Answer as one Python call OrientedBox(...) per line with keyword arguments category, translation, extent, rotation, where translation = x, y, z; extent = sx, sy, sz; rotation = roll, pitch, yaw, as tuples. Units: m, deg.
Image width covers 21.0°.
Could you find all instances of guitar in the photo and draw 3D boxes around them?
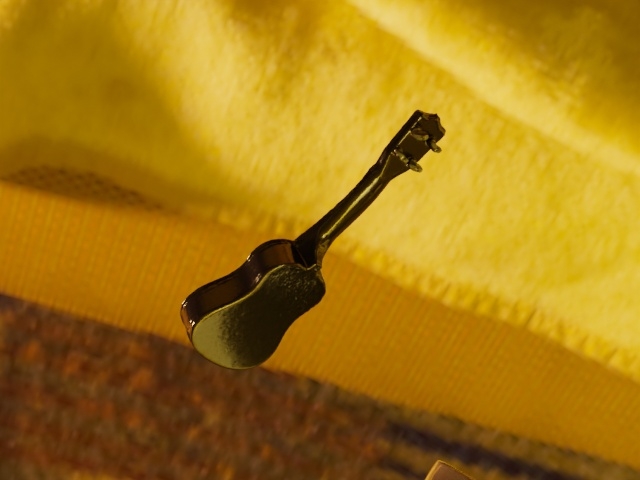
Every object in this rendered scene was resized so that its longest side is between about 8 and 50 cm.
OrientedBox(category="guitar", translation=(0.001, 0.001, 1.366), extent=(0.084, 0.271, 0.038), rotation=(33, 21, -40))

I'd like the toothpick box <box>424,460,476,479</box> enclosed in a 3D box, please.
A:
OrientedBox(category="toothpick box", translation=(0.097, 0.280, 1.403), extent=(0.111, 0.111, 0.181), rotation=(31, 84, 6))
